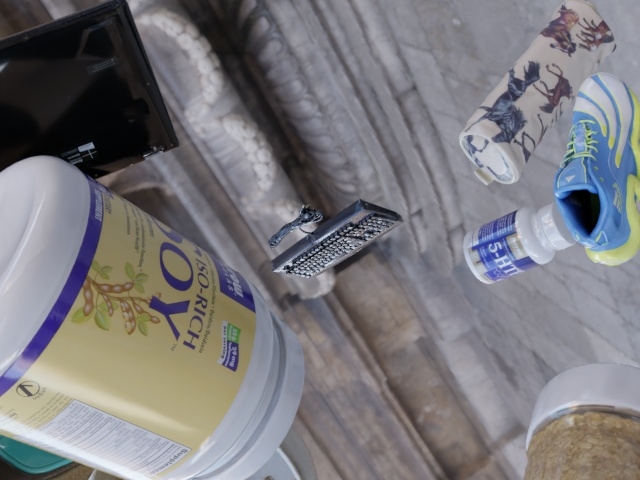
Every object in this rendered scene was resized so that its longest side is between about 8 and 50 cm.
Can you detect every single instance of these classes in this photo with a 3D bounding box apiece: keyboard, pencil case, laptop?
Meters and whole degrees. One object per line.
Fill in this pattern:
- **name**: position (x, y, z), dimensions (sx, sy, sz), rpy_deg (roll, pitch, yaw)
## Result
- **keyboard**: position (0.000, 0.000, 1.542), dimensions (0.201, 0.317, 0.033), rpy_deg (17, -124, -31)
- **pencil case**: position (0.465, -0.313, 1.660), dimensions (0.160, 0.410, 0.183), rpy_deg (34, 171, 27)
- **laptop**: position (-0.435, -0.179, 1.148), dimensions (0.408, 0.382, 0.236), rpy_deg (79, 164, -51)

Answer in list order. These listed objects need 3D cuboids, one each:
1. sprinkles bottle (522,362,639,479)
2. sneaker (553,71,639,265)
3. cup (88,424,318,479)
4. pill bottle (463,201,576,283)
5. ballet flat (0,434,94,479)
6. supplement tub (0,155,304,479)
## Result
- **sprinkles bottle**: position (0.158, 0.229, 0.454), dimensions (0.121, 0.121, 0.355), rpy_deg (58, -142, -18)
- **sneaker**: position (0.326, -0.094, 0.897), dimensions (0.126, 0.091, 0.240), rpy_deg (12, -109, -50)
- **cup**: position (-0.139, 0.362, 1.136), dimensions (0.331, 0.331, 0.237), rpy_deg (57, -165, 2)
- **pill bottle**: position (0.370, 0.001, 1.423), dimensions (0.112, 0.187, 0.112), rpy_deg (25, -128, -36)
- **ballet flat**: position (-0.378, 0.305, 0.924), dimensions (0.116, 0.342, 0.124), rpy_deg (23, 119, 30)
- **supplement tub**: position (-0.198, 0.098, 0.755), dimensions (0.331, 0.241, 0.241), rpy_deg (37, -170, -38)
